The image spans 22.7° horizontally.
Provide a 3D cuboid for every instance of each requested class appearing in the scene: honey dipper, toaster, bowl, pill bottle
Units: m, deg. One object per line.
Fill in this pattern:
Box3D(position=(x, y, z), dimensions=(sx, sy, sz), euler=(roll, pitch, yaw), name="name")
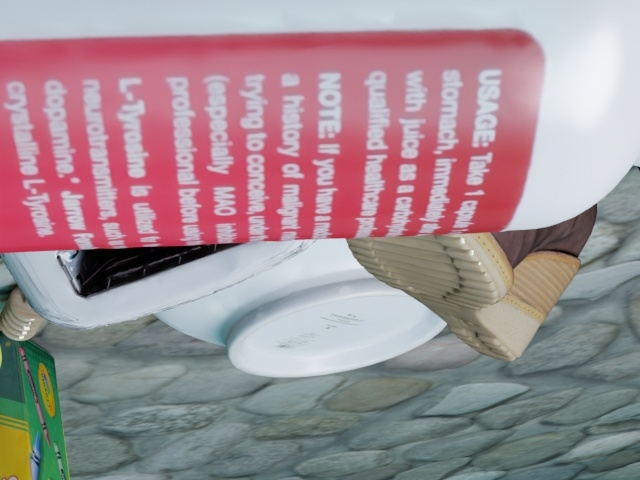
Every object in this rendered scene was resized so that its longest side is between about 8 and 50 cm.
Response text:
Box3D(position=(-0.192, 0.023, 1.107), dimensions=(0.030, 0.030, 0.160), euler=(0, 151, -26), name="honey dipper")
Box3D(position=(-0.068, -0.046, 0.800), dimensions=(0.227, 0.129, 0.146), euler=(-18, -159, 17), name="toaster")
Box3D(position=(0.000, 0.000, 1.003), dimensions=(0.298, 0.134, 0.298), euler=(-10, 157, -4), name="bowl")
Box3D(position=(-0.020, -0.113, 0.539), dimensions=(0.408, 0.229, 0.229), euler=(-2, 157, -3), name="pill bottle")

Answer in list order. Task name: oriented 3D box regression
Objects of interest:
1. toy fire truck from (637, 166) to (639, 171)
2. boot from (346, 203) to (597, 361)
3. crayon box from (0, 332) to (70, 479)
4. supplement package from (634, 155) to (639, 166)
Box3D(position=(0.341, -0.072, 1.003), dimensions=(0.246, 0.158, 0.217), euler=(-25, 156, 1), name="toy fire truck")
Box3D(position=(0.101, -0.061, 0.853), dimensions=(0.090, 0.207, 0.248), euler=(17, 167, 24), name="boot")
Box3D(position=(-0.277, 0.227, 1.218), dimensions=(0.165, 0.278, 0.081), euler=(-16, 159, 9), name="crayon box")
Box3D(position=(0.231, -0.151, 0.737), dimensions=(0.204, 0.145, 0.262), euler=(9, 151, -40), name="supplement package")
